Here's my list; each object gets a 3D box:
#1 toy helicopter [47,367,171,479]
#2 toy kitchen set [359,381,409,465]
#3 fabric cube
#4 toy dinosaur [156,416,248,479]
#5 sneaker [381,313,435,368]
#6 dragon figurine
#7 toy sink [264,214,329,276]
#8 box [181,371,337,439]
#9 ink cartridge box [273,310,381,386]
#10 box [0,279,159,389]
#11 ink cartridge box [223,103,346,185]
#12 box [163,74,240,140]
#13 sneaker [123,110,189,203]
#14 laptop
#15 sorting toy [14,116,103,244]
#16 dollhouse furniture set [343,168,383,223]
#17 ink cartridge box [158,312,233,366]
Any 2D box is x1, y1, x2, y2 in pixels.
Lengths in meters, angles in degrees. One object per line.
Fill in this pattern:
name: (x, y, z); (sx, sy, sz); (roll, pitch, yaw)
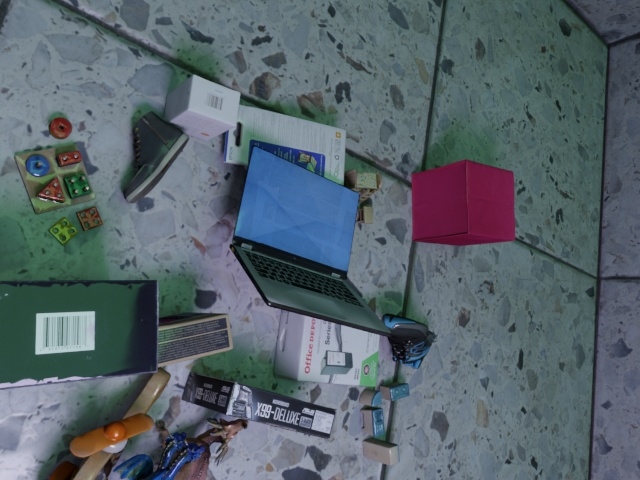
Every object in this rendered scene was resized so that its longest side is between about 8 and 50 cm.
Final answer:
toy helicopter: (-0.431, 0.410, 1.160); (0.140, 0.235, 0.355); (28, 44, 2)
toy kitchen set: (0.227, 0.566, 1.697); (0.166, 0.122, 0.207); (-2, 86, -38)
fabric cube: (0.500, -0.122, 1.909); (0.258, 0.254, 0.259); (6, 82, -36)
toy dinosaur: (-0.291, 0.514, 1.231); (0.127, 0.200, 0.296); (59, 30, -33)
sneaker: (0.277, 0.324, 1.715); (0.341, 0.125, 0.140); (36, 73, -54)
dragon figurine: (-0.359, 0.487, 1.082); (0.289, 0.085, 0.144); (-7, 113, -56)
toy sink: (-0.084, 0.052, 1.511); (0.234, 0.131, 0.153); (32, 66, -33)
box: (-0.152, 0.409, 1.346); (0.307, 0.242, 0.077); (26, 70, -32)
ink cartridge box: (0.026, 0.308, 1.571); (0.289, 0.121, 0.211); (14, 76, -36)
box: (-0.530, 0.166, 1.035); (0.343, 0.312, 0.179); (3, 83, -38)
ink cartridge box: (-0.100, -0.266, 1.555); (0.371, 0.069, 0.176); (8, 79, -28)
box: (-0.301, -0.327, 1.359); (0.130, 0.170, 0.091); (13, 78, -36)
sneaker: (-0.431, -0.201, 1.316); (0.118, 0.083, 0.222); (36, 71, -7)
laptop: (0.000, 0.000, 1.357); (0.382, 0.408, 0.236); (20, 107, -36)
sorting toy: (-0.578, -0.132, 1.200); (0.132, 0.046, 0.275); (-22, 99, -37)
dollhouse furniture set: (0.098, -0.135, 1.691); (0.182, 0.101, 0.161); (0, 85, -38)
ink cartridge box: (-0.339, 0.220, 1.226); (0.193, 0.234, 0.088); (-5, 88, -39)
